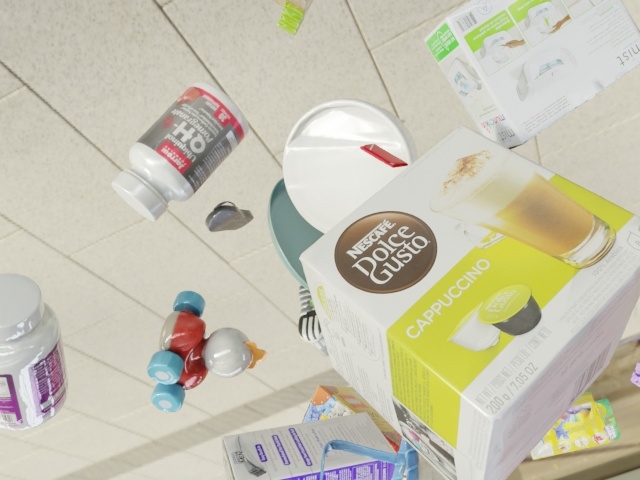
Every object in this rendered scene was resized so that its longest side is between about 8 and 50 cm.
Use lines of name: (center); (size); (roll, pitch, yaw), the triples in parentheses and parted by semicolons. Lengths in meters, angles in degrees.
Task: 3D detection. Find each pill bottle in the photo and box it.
pill bottle: (-0.570, 0.207, 1.132); (0.169, 0.169, 0.302); (-2, 134, -18)
pill bottle: (-0.328, -0.203, 1.417); (0.319, 0.176, 0.176); (-52, 147, -17)

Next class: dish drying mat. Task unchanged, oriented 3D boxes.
dish drying mat: (0.096, -0.129, 0.923); (0.032, 0.083, 0.008); (-10, 122, -31)

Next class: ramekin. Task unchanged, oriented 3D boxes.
ramekin: (0.070, -0.149, 1.204); (0.273, 0.273, 0.127); (-41, 179, 31)

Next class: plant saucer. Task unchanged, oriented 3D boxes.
plant saucer: (0.000, 0.000, 1.335); (0.317, 0.318, 0.043); (20, 139, -39)

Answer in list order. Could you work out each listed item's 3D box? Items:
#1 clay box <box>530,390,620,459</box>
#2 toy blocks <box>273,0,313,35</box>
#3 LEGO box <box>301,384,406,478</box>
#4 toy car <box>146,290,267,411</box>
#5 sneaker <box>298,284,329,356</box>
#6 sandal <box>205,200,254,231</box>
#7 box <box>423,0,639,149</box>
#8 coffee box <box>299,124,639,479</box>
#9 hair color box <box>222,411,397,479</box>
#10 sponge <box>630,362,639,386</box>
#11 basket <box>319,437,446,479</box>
clay box: (0.625, 0.465, 1.537); (0.221, 0.053, 0.128); (-20, 104, 16)
toy blocks: (-0.004, -0.673, 1.308); (0.190, 0.382, 0.261); (29, 177, -3)
LEGO box: (0.238, 0.588, 1.709); (0.500, 0.372, 0.193); (18, 97, -46)
toy car: (-0.241, 0.264, 1.382); (0.237, 0.219, 0.210); (10, 131, 1)
sneaker: (0.009, 0.165, 1.386); (0.086, 0.229, 0.132); (-12, 131, 23)
sandal: (-0.254, -0.067, 1.643); (0.097, 0.055, 0.254); (-32, 175, 4)
box: (0.347, -0.311, 0.979); (0.261, 0.231, 0.127); (-35, -174, -5)
coffee box: (0.219, 0.105, 0.898); (0.337, 0.334, 0.338); (-39, 144, -18)
hair color box: (-0.026, 0.476, 1.284); (0.338, 0.185, 0.110); (-3, 104, -17)
sponge: (0.514, 0.223, 0.767); (0.117, 0.210, 0.031); (12, 104, -24)
basket: (0.129, 0.457, 1.026); (0.288, 0.255, 0.201); (14, 116, 4)
